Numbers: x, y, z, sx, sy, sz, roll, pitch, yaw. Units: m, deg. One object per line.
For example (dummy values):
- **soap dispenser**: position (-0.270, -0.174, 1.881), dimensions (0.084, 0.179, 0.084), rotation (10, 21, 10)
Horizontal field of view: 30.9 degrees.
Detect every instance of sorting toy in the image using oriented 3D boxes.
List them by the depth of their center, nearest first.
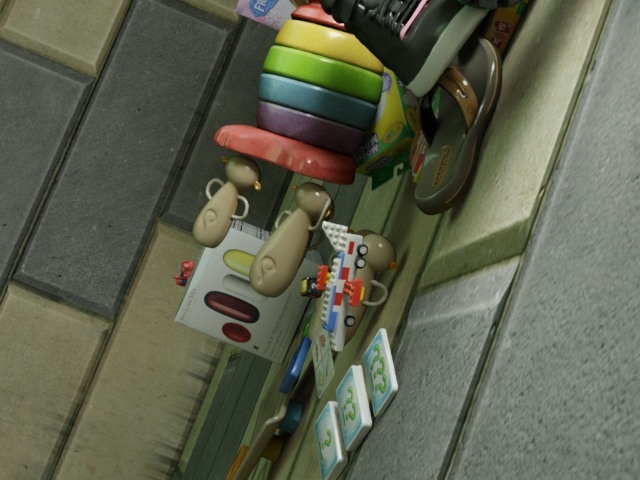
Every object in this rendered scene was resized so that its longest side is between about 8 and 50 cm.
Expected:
- **sorting toy**: position (-0.057, 0.244, 1.645), dimensions (0.196, 0.047, 0.348), rotation (-68, 5, -49)

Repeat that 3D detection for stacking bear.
- **stacking bear**: position (0.008, -0.228, 1.429), dimensions (0.164, 0.175, 0.289), rotation (7, -78, -59)

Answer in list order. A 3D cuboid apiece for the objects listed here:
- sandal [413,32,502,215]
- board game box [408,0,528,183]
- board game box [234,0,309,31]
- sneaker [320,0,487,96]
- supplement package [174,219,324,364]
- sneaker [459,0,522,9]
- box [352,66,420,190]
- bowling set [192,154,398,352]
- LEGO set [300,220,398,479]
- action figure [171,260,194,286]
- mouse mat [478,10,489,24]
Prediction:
- **sandal**: position (0.128, -0.129, 1.190), dimensions (0.090, 0.060, 0.219), rotation (-17, 48, 54)
- **board game box**: position (0.169, -0.192, 1.312), dimensions (0.259, 0.039, 0.124), rotation (-62, 8, 20)
- **board game box**: position (0.041, -0.482, 2.084), dimensions (0.319, 0.318, 0.066), rotation (118, 171, -46)
- **sneaker**: position (0.072, -0.232, 1.180), dimensions (0.104, 0.147, 0.296), rotation (-51, 9, 4)
- **supplement package**: position (-0.126, 0.081, 2.047), dimensions (0.149, 0.203, 0.194), rotation (-109, 42, -81)
- **sneaker**: position (0.178, -0.372, 1.013), dimensions (0.146, 0.134, 0.344), rotation (-102, 34, -80)
- **box**: position (0.075, -0.163, 1.497), dimensions (0.105, 0.043, 0.179), rotation (-31, 63, 37)
- **bowling set**: position (0.000, 0.000, 1.453), dimensions (0.200, 0.287, 0.154), rotation (-1, -55, -60)
- **LEGO set**: position (0.008, 0.106, 1.226), dimensions (0.182, 0.060, 0.244), rotation (119, 153, -42)
- **action figure**: position (-0.242, 0.056, 2.065), dimensions (0.038, 0.030, 0.115), rotation (-64, 6, -17)
- **mouse mat**: position (0.209, -0.300, 1.242), dimensions (0.190, 0.007, 0.153), rotation (-50, 11, 22)
